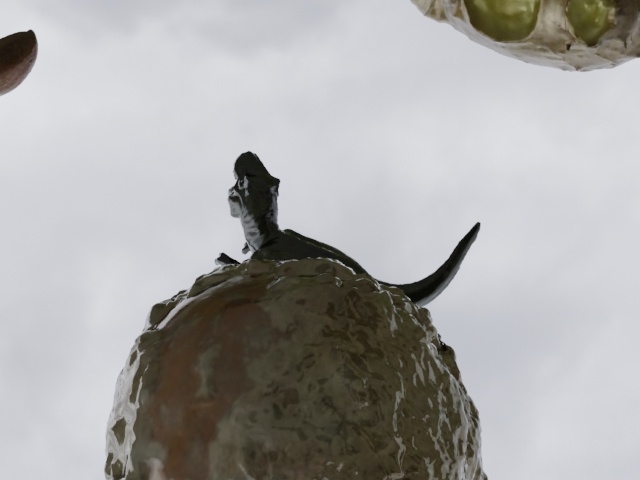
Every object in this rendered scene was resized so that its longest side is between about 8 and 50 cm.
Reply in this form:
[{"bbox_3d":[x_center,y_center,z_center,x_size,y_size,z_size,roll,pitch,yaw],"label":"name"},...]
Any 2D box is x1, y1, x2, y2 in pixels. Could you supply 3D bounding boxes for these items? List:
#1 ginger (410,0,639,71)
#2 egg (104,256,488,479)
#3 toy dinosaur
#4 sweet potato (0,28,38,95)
[{"bbox_3d":[0.153,-0.157,1.117,0.216,0.102,0.157,17,-157,38],"label":"ginger"},{"bbox_3d":[-0.017,0.159,1.260,0.279,0.279,0.310,-19,-100,-16],"label":"egg"},{"bbox_3d":[0.000,0.000,1.393,0.187,0.179,0.087,43,-134,2],"label":"toy dinosaur"},{"bbox_3d":[-0.347,-0.129,1.647,0.214,0.050,0.050,-26,-130,-5],"label":"sweet potato"}]
